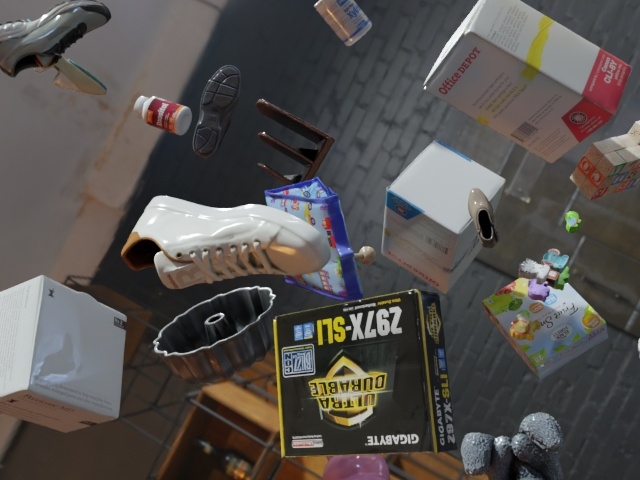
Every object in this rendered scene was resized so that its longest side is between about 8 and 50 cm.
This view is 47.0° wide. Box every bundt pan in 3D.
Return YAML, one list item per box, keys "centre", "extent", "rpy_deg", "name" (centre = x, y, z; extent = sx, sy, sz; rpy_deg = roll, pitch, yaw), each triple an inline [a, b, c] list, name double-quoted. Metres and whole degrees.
- centre: [-0.246, 0.249, 1.856]
  extent: [0.331, 0.331, 0.124]
  rpy_deg: [-44, -61, -52]
  name: "bundt pan"

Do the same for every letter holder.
- centre: [-0.104, -0.242, 1.899]
  extent: [0.152, 0.214, 0.302]
  rpy_deg: [-60, 6, 2]
  name: "letter holder"

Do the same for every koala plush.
- centre: [0.399, 0.482, 1.397]
  extent: [0.221, 0.196, 0.203]
  rpy_deg: [-100, -17, -46]
  name: "koala plush"

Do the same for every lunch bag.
- centre: [0.000, 0.000, 1.555]
  extent: [0.293, 0.138, 0.221]
  rpy_deg: [-150, 46, -69]
  name: "lunch bag"

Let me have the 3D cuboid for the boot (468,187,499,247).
- centre: [0.283, -0.043, 1.279]
  extent: [0.087, 0.042, 0.118]
  rpy_deg: [28, -135, -74]
  name: "boot"

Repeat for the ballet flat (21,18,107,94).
- centre: [-0.624, -0.411, 1.737]
  extent: [0.086, 0.248, 0.086]
  rpy_deg: [-45, 13, 14]
  name: "ballet flat"

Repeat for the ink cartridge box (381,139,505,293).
- centre: [0.242, -0.044, 1.497]
  extent: [0.168, 0.171, 0.232]
  rpy_deg: [-46, -22, -25]
  name: "ink cartridge box"

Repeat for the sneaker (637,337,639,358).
- centre: [0.527, 0.134, 1.035]
  extent: [0.110, 0.107, 0.275]
  rpy_deg: [-47, 0, 43]
  name: "sneaker"

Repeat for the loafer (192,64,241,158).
- centre: [-0.326, -0.403, 2.331]
  extent: [0.095, 0.109, 0.302]
  rpy_deg: [52, -124, -84]
  name: "loafer"

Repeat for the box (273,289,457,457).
- centre: [0.065, 0.235, 1.259]
  extent: [0.079, 0.322, 0.257]
  rpy_deg: [13, -111, -48]
  name: "box"

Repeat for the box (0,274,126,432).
- centre: [-0.406, 0.178, 1.125]
  extent: [0.181, 0.119, 0.182]
  rpy_deg: [39, -142, -49]
  name: "box"

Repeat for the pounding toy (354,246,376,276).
- centre: [0.035, 0.057, 2.168]
  extent: [0.183, 0.110, 0.237]
  rpy_deg: [1, -27, -34]
  name: "pounding toy"

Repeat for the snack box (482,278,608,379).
- centre: [0.480, 0.169, 1.584]
  extent: [0.174, 0.207, 0.070]
  rpy_deg: [-32, -44, -2]
  name: "snack box"

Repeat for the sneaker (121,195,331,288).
- centre: [-0.128, 0.024, 0.938]
  extent: [0.123, 0.290, 0.106]
  rpy_deg: [-60, -37, -34]
  name: "sneaker"

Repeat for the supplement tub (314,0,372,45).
- centre: [0.046, -0.452, 1.479]
  extent: [0.071, 0.107, 0.071]
  rpy_deg: [-39, 17, 14]
  name: "supplement tub"

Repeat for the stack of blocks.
- centre: [0.811, -0.220, 1.895]
  extent: [0.297, 0.087, 0.171]
  rpy_deg: [-16, -34, -25]
  name: "stack of blocks"

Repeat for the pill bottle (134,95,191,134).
- centre: [-0.458, -0.366, 2.133]
  extent: [0.086, 0.152, 0.086]
  rpy_deg: [19, -90, -77]
  name: "pill bottle"

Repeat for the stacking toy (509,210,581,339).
- centre: [0.427, 0.064, 1.394]
  extent: [0.221, 0.052, 0.167]
  rpy_deg: [-45, -35, -36]
  name: "stacking toy"

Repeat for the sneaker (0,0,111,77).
- centre: [-0.568, -0.428, 1.569]
  extent: [0.271, 0.108, 0.100]
  rpy_deg: [-30, -6, -20]
  name: "sneaker"

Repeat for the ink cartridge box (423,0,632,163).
- centre: [0.480, -0.386, 1.750]
  extent: [0.160, 0.385, 0.279]
  rpy_deg: [-63, 4, -21]
  name: "ink cartridge box"

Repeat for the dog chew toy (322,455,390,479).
- centre: [0.098, 0.636, 1.918]
  extent: [0.332, 0.207, 0.206]
  rpy_deg: [-106, 24, -48]
  name: "dog chew toy"
